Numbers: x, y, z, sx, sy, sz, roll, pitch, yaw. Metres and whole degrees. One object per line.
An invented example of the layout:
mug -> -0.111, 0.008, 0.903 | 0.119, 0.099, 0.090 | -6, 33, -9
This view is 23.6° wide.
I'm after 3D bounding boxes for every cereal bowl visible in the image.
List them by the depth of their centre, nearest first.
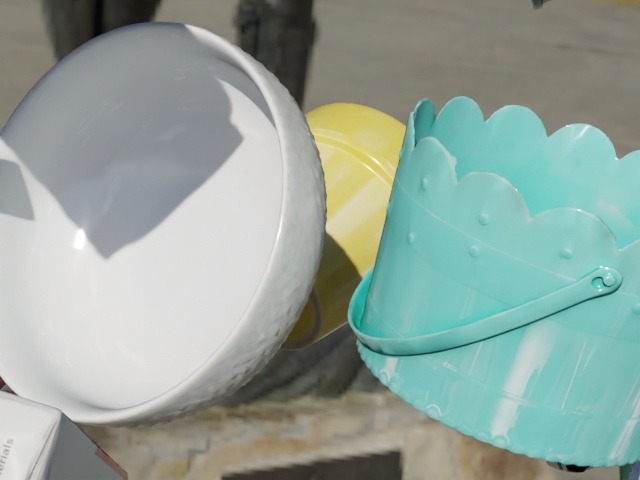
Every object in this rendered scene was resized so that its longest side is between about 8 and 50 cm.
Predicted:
cereal bowl -> -0.132, -0.005, 1.295 | 0.339, 0.339, 0.141 | 17, -3, 34

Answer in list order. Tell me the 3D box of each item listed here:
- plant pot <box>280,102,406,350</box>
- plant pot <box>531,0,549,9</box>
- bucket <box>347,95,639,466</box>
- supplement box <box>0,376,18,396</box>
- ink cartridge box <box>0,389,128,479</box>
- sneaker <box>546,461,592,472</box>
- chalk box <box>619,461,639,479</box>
plant pot -> 0.000, 0.000, 1.824 | 0.254, 0.254, 0.239 | 15, 41, 30
plant pot -> 0.294, -0.400, 1.531 | 0.255, 0.272, 0.272 | -17, 13, 9
bucket -> 0.162, 0.025, 1.111 | 0.281, 0.183, 0.281 | 16, 17, -5
supplement box -> -0.326, 0.109, 1.599 | 0.073, 0.130, 0.239 | 3, -24, -30
ink cartridge box -> -0.284, 0.130, 0.866 | 0.306, 0.131, 0.226 | 14, -15, 8
sneaker -> 0.300, 0.257, 1.770 | 0.083, 0.032, 0.037 | 2, 12, -36
chalk box -> 0.377, 0.264, 1.510 | 0.213, 0.132, 0.132 | -13, -21, 43
